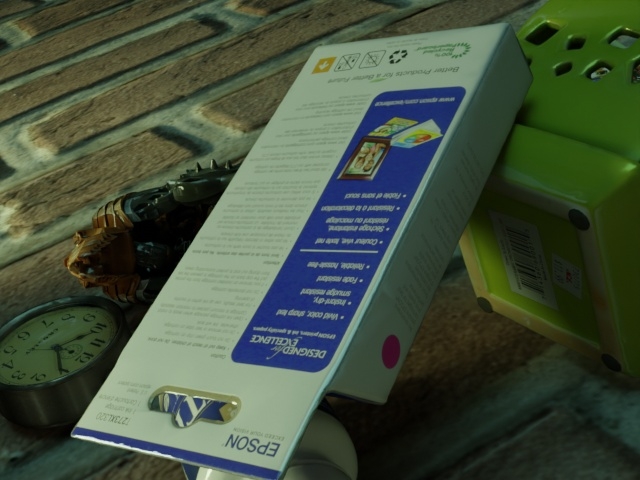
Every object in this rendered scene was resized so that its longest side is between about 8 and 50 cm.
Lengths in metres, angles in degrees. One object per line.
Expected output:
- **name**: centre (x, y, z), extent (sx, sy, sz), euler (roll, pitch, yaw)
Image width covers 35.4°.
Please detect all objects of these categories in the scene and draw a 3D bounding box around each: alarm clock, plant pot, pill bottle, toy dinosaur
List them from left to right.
- **alarm clock**: centre (-0.210, 0.110, 0.864), extent (0.192, 0.064, 0.129), euler (10, 38, 39)
- **toy dinosaur**: centre (-0.129, 0.012, 0.894), extent (0.218, 0.164, 0.322), euler (-7, 25, 14)
- **pill bottle**: centre (-0.038, 0.145, 0.687), extent (0.112, 0.112, 0.187), euler (-22, 31, -12)
- **plant pot**: centre (0.226, -0.040, 0.781), extent (0.207, 0.228, 0.227), euler (-37, 37, -21)

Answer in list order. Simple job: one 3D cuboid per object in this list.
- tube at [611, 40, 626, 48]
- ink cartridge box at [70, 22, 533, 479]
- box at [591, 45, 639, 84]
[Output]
- **tube**: centre (0.255, -0.209, 1.204), extent (0.240, 0.062, 0.070), euler (-12, 71, -5)
- **ink cartridge box**: centre (0.000, 0.000, 0.674), extent (0.176, 0.069, 0.371), euler (2, 48, 38)
- **box**: centre (0.274, -0.142, 1.093), extent (0.233, 0.044, 0.159), euler (-15, 30, -2)
